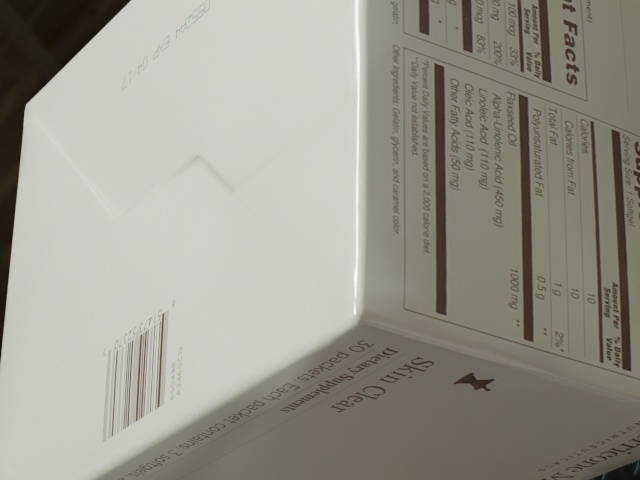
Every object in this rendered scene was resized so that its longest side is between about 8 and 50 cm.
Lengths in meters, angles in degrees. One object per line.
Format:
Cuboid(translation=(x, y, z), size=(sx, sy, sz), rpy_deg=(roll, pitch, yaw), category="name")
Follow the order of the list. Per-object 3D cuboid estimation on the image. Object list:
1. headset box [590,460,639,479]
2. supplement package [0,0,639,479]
Cuboid(translation=(0.257, 0.152, 0.703), size=(0.246, 0.283, 0.131), rpy_deg=(2, -60, -21), category="headset box")
Cuboid(translation=(0.000, 0.000, 0.673), size=(0.145, 0.204, 0.262), rpy_deg=(17, -30, -29), category="supplement package")
